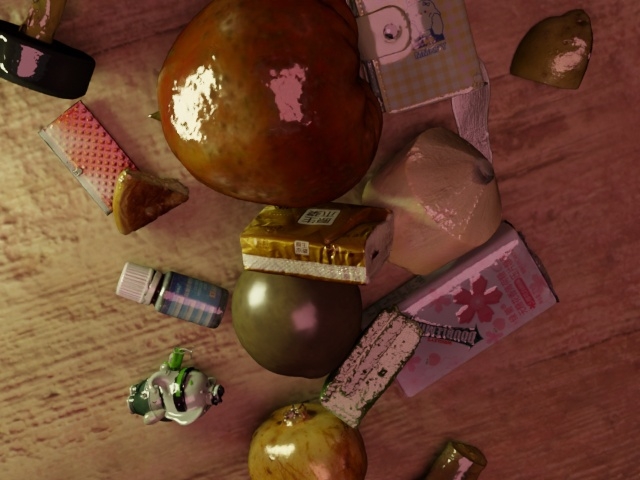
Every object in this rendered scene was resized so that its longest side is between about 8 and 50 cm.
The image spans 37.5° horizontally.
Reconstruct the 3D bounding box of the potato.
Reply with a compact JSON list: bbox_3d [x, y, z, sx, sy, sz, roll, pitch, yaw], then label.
[{"bbox_3d":[0.434,-0.363,1.754,0.120,0.081,0.149,6,104,-12],"label":"potato"}]

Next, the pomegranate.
[{"bbox_3d":[-0.024,0.422,1.819,0.248,0.248,0.248,-2,105,-7],"label":"pomegranate"}]

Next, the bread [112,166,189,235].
[{"bbox_3d":[-0.333,-0.066,1.730,0.154,0.054,0.136,16,120,-45],"label":"bread"}]

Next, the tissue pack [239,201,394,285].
[{"bbox_3d":[0.000,0.000,1.607,0.226,0.183,0.092,5,117,19],"label":"tissue pack"}]

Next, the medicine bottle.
[{"bbox_3d":[-0.280,0.102,1.777,0.203,0.083,0.084,17,102,-12],"label":"medicine bottle"}]

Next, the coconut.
[{"bbox_3d":[0.214,-0.075,1.710,0.239,0.239,0.244,36,134,-15],"label":"coconut"}]

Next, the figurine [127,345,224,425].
[{"bbox_3d":[-0.275,0.296,1.810,0.192,0.147,0.126,-4,125,12],"label":"figurine"}]

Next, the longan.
[{"bbox_3d":[-0.041,0.131,1.733,0.257,0.258,0.258,-2,105,-7],"label":"longan"}]

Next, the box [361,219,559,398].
[{"bbox_3d":[0.273,0.134,1.848,0.369,0.112,0.190,-34,108,2],"label":"box"}]

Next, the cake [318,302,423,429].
[{"bbox_3d":[0.093,0.237,1.751,0.100,0.099,0.235,36,116,-2],"label":"cake"}]

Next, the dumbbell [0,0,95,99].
[{"bbox_3d":[-0.438,-0.416,1.557,0.203,0.204,0.323,20,101,-12],"label":"dumbbell"}]

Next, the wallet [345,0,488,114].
[{"bbox_3d":[0.165,-0.400,1.713,0.223,0.077,0.310,-18,107,-5],"label":"wallet"}]

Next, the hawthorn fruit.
[{"bbox_3d":[-0.102,-0.238,1.572,0.402,0.403,0.403,-2,105,-7],"label":"hawthorn fruit"}]

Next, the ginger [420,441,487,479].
[{"bbox_3d":[0.242,0.538,1.956,0.263,0.116,0.109,-54,146,3],"label":"ginger"}]

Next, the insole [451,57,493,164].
[{"bbox_3d":[0.292,-0.236,1.807,0.080,0.003,0.232,-9,106,-5],"label":"insole"}]

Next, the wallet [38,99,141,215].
[{"bbox_3d":[-0.414,-0.150,1.724,0.103,0.020,0.196,-37,107,3],"label":"wallet"}]
